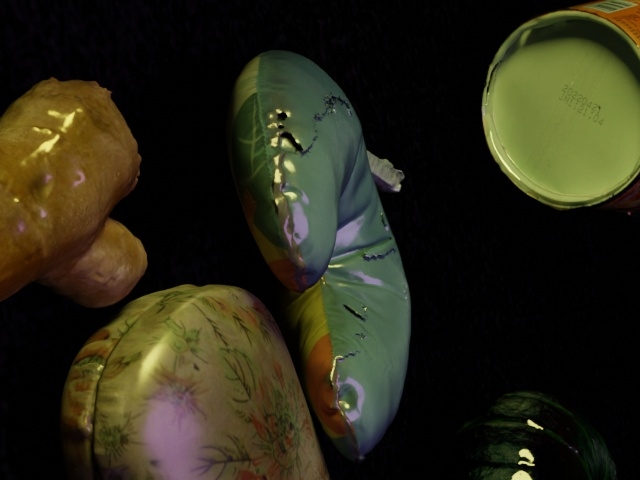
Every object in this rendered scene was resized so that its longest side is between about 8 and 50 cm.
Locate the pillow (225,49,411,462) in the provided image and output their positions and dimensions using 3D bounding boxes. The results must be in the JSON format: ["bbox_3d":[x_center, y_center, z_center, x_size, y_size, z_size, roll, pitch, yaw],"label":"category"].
[{"bbox_3d":[0.000,0.000,0.785,0.214,0.086,0.233,-93,169,-62],"label":"pillow"}]

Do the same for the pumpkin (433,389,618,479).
[{"bbox_3d":[0.172,0.219,1.048,0.202,0.140,0.202,25,61,-55],"label":"pumpkin"}]

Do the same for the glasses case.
[{"bbox_3d":[-0.035,0.230,0.729,0.156,0.098,0.425,-39,119,-56],"label":"glasses case"}]

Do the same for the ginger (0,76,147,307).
[{"bbox_3d":[-0.173,0.004,0.553,0.299,0.065,0.118,-26,110,-56],"label":"ginger"}]

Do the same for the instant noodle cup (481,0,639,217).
[{"bbox_3d":[0.267,-0.123,1.195,0.182,0.230,0.230,-12,97,-51],"label":"instant noodle cup"}]

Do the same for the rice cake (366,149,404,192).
[{"bbox_3d":[0.024,-0.059,0.943,0.121,0.022,0.021,29,70,-55],"label":"rice cake"}]
